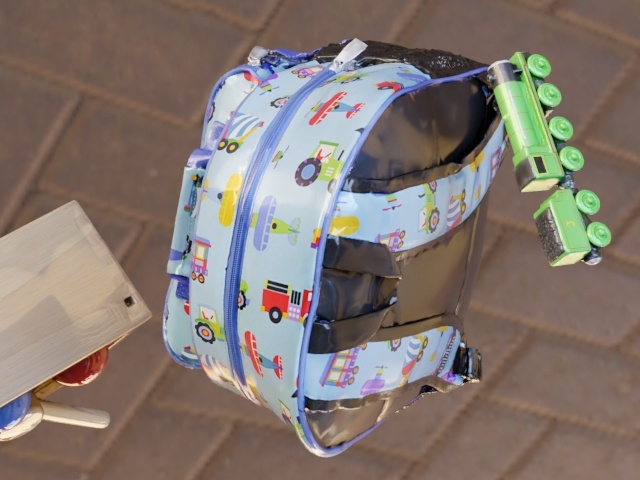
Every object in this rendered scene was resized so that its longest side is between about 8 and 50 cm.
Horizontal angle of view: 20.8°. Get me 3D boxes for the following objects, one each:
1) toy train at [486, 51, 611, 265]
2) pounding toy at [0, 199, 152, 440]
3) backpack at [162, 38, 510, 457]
[{"bbox_3d":[0.078,-0.029,0.605,0.024,0.083,0.017,-6,157,-27],"label":"toy train"},{"bbox_3d":[-0.157,0.064,0.889,0.130,0.100,0.141,-31,176,-37],"label":"pounding toy"},{"bbox_3d":[0.000,0.000,0.685,0.117,0.173,0.158,16,105,19],"label":"backpack"}]
